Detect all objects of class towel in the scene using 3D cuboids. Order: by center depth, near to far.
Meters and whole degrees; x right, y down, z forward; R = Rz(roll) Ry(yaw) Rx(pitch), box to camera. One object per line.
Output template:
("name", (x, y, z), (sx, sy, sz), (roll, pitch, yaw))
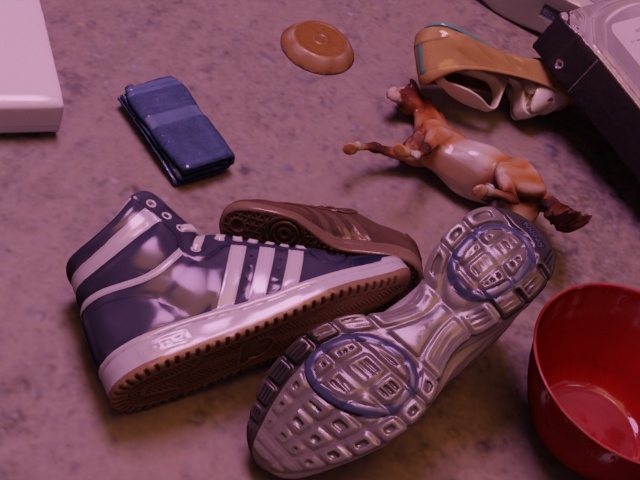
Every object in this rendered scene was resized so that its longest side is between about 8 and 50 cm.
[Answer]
("towel", (-0.136, -0.106, 1.082), (0.067, 0.029, 0.119), (-19, 58, -32))

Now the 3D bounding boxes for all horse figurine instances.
("horse figurine", (0.146, -0.068, 1.113), (0.263, 0.066, 0.174), (31, 24, 20))

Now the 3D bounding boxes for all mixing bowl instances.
("mixing bowl", (0.244, 0.136, 0.961), (0.181, 0.098, 0.181), (11, 47, -12))

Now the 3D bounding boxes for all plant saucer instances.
("plant saucer", (-0.001, -0.213, 1.236), (0.083, 0.015, 0.083), (11, 47, -12))

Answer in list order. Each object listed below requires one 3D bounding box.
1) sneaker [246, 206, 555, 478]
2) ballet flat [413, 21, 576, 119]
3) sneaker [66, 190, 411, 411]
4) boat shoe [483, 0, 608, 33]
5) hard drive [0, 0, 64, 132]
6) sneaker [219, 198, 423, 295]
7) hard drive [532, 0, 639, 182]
("sneaker", (0.069, 0.099, 0.927), (0.297, 0.129, 0.111), (-34, 68, -19))
("ballet flat", (0.198, -0.166, 1.229), (0.232, 0.080, 0.073), (13, 72, -24))
("sneaker", (-0.069, 0.025, 0.943), (0.282, 0.099, 0.153), (-17, 60, -28))
("boat shoe", (0.274, -0.298, 1.377), (0.227, 0.079, 0.081), (34, 40, 2))
("hard drive", (-0.430, -0.187, 1.033), (0.353, 0.047, 0.233), (-4, 52, -23))
("sneaker", (0.000, 0.000, 1.028), (0.188, 0.066, 0.071), (19, 29, -11))
("hard drive", (0.408, -0.120, 1.219), (0.237, 0.064, 0.339), (-20, 70, -40))
